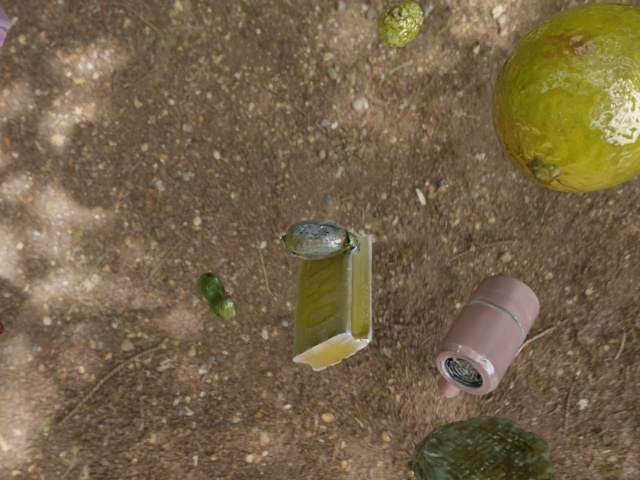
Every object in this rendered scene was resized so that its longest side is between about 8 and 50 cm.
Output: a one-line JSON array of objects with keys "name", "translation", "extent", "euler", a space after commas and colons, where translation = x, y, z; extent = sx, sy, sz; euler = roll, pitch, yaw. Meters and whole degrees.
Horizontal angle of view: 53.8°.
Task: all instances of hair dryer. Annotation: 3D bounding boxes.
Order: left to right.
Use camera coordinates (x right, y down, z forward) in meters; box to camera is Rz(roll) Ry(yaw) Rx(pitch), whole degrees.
[{"name": "hair dryer", "translation": [0.294, 0.244, 1.256], "extent": [0.125, 0.352, 0.210], "euler": [32, 53, 16]}]

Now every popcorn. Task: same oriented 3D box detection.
[{"name": "popcorn", "translation": [0.201, -0.557, 1.609], "extent": [0.116, 0.120, 0.106], "euler": [-10, 58, -41]}]

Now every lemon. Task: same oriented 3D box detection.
[{"name": "lemon", "translation": [0.361, -0.191, 0.854], "extent": [0.267, 0.267, 0.267], "euler": [-3, 69, 9]}]

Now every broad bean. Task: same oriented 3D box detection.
[{"name": "broad bean", "translation": [-0.207, 0.105, 1.227], "extent": [0.048, 0.214, 0.070], "euler": [-11, 107, -25]}]

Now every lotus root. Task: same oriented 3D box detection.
[{"name": "lotus root", "translation": [0.000, -0.003, 1.286], "extent": [0.165, 0.088, 0.088], "euler": [3, 70, 7]}]

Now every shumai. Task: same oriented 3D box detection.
[{"name": "shumai", "translation": [0.189, 0.314, 0.775], "extent": [0.184, 0.142, 0.184], "euler": [5, 28, -3]}]

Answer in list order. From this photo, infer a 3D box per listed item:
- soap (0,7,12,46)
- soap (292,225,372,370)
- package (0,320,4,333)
[{"name": "soap", "translation": [-0.747, -0.465, 1.269], "extent": [0.122, 0.203, 0.065], "euler": [46, 115, 21]}, {"name": "soap", "translation": [0.026, 0.120, 1.332], "extent": [0.173, 0.089, 0.274], "euler": [-33, 39, 35]}, {"name": "package", "translation": [-0.601, 0.086, 1.099], "extent": [0.083, 0.022, 0.200], "euler": [-37, 73, 37]}]
